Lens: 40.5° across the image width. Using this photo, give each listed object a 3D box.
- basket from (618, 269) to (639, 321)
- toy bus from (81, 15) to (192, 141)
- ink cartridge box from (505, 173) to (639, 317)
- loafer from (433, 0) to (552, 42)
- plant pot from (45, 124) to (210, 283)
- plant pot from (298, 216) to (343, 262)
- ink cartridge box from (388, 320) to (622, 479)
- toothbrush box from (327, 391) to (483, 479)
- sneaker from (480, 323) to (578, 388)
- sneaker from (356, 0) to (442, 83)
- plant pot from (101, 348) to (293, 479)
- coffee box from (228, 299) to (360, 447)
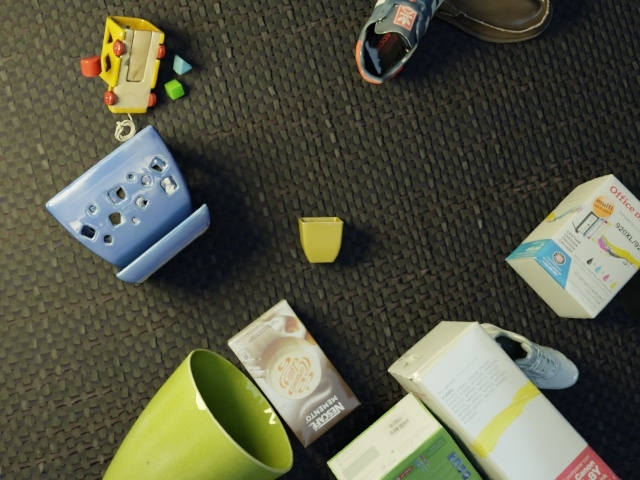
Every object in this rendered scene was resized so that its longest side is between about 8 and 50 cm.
[{"bbox_3d":[0.732,0.088,1.715,0.204,0.227,0.154,-25,90,-7],"label":"basket"},{"bbox_3d":[-0.372,-0.329,1.666,0.202,0.191,0.104,-41,49,-8],"label":"toy bus"},{"bbox_3d":[0.528,0.014,1.724,0.171,0.168,0.233,45,82,-2],"label":"ink cartridge box"},{"bbox_3d":[0.300,-0.497,1.744,0.365,0.130,0.134,13,86,-6],"label":"loafer"},{"bbox_3d":[-0.338,-0.055,1.599,0.236,0.236,0.212,-40,99,-8],"label":"plant pot"},{"bbox_3d":[0.000,0.000,1.709,0.081,0.081,0.083,-1,99,-7],"label":"plant pot"},{"bbox_3d":[0.327,0.338,1.618,0.160,0.279,0.385,-42,90,-8],"label":"ink cartridge box"},{"bbox_3d":[0.179,0.456,1.615,0.206,0.122,0.283,-40,122,-4],"label":"toothbrush box"},{"bbox_3d":[0.414,0.240,1.724,0.232,0.115,0.090,21,85,-5],"label":"sneaker"},{"bbox_3d":[0.169,-0.449,1.641,0.131,0.148,0.350,21,118,-3],"label":"sneaker"},{"bbox_3d":[-0.248,0.397,1.582,0.293,0.275,0.275,-41,92,9],"label":"plant pot"},{"bbox_3d":[-0.051,0.253,1.676,0.141,0.098,0.246,-37,92,-7],"label":"coffee box"}]
